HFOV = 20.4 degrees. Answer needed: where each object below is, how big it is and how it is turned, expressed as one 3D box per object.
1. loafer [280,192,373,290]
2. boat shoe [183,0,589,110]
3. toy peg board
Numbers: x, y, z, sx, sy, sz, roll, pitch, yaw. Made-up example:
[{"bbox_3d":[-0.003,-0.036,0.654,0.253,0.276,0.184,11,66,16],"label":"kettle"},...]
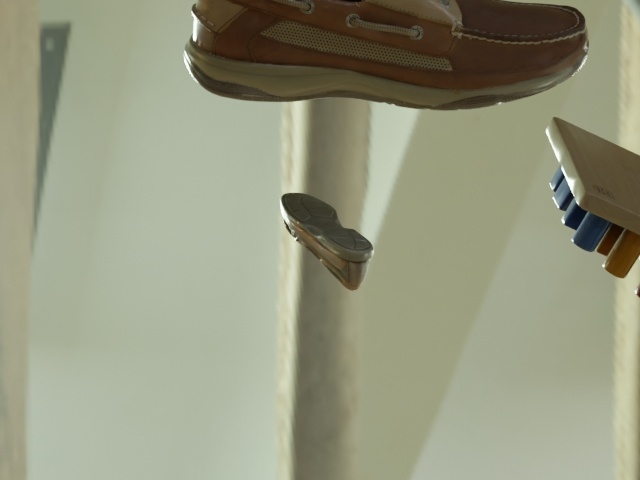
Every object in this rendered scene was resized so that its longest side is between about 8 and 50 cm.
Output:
[{"bbox_3d":[0.000,0.000,1.433,0.045,0.125,0.039,-4,-65,-28],"label":"loafer"},{"bbox_3d":[0.057,-0.175,1.395,0.324,0.123,0.116,-2,-63,-10],"label":"boat shoe"},{"bbox_3d":[0.250,-0.007,1.423,0.160,0.161,0.079,23,-69,-13],"label":"toy peg board"}]
